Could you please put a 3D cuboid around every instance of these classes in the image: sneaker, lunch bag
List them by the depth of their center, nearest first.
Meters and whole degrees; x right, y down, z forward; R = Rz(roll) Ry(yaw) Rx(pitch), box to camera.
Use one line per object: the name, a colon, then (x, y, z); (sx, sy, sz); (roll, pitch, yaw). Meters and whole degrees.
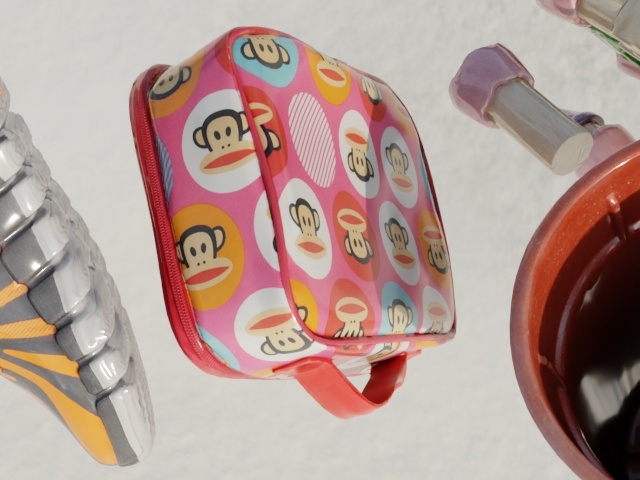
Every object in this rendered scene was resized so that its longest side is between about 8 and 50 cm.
sneaker: (-0.235, 0.026, 0.705); (0.180, 0.124, 0.321); (-26, 107, -2)
lunch bag: (0.000, 0.000, 0.821); (0.120, 0.293, 0.258); (-20, 75, 25)

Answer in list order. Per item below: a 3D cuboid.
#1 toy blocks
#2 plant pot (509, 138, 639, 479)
toy blocks: (0.268, -0.210, 1.006); (0.309, 0.288, 0.260); (-53, 50, 15)
plant pot: (0.285, 0.103, 0.756); (0.272, 0.265, 0.272); (-10, 57, 16)
